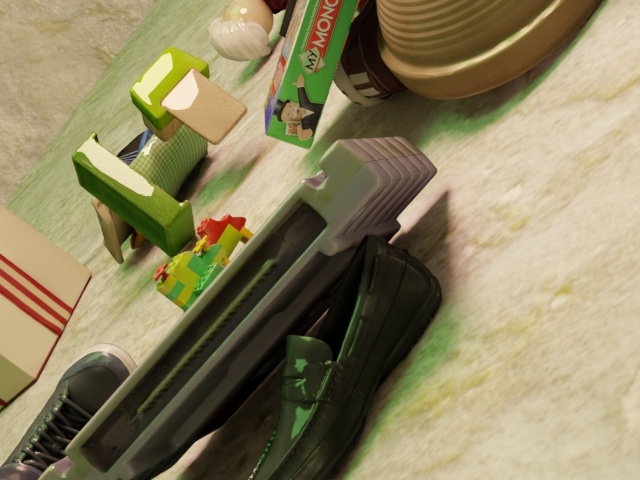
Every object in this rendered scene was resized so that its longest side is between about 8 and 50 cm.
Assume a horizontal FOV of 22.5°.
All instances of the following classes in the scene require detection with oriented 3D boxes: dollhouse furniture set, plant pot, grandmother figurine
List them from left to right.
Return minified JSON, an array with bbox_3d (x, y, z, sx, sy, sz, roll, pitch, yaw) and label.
[{"bbox_3d":[-0.172,-0.070,1.993,0.197,0.151,0.301,-50,-14,-18],"label":"dollhouse furniture set"},{"bbox_3d":[-0.030,-0.387,2.235,0.342,0.104,0.208,-50,8,-6],"label":"grandmother figurine"},{"bbox_3d":[0.129,-0.244,1.371,0.237,0.110,0.237,-27,39,24],"label":"plant pot"}]

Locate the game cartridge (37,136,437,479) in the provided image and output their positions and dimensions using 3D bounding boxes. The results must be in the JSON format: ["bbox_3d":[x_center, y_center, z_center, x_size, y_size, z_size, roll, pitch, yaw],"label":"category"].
[{"bbox_3d":[-0.054,0.065,1.260,0.355,0.068,0.230,-48,-12,13],"label":"game cartridge"}]

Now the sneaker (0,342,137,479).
[{"bbox_3d":[-0.262,0.215,1.565,0.226,0.086,0.163,-54,3,25],"label":"sneaker"}]

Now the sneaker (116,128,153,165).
[{"bbox_3d":[-0.264,-0.076,2.236,0.090,0.081,0.232,-44,11,33],"label":"sneaker"}]

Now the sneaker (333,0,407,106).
[{"bbox_3d":[0.126,-0.254,1.560,0.281,0.106,0.162,-64,23,-6],"label":"sneaker"}]

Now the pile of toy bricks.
[{"bbox_3d":[-0.108,0.051,1.493,0.118,0.105,0.212,-24,31,57],"label":"pile of toy bricks"}]

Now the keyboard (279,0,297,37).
[{"bbox_3d":[0.001,-0.341,2.051,0.108,0.023,0.180,-44,-15,-34],"label":"keyboard"}]

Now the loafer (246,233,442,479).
[{"bbox_3d":[0.002,0.097,1.152,0.223,0.078,0.076,-57,17,-18],"label":"loafer"}]

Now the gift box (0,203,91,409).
[{"bbox_3d":[-0.516,0.103,2.202,0.276,0.258,0.255,-39,20,34],"label":"gift box"}]

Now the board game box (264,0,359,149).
[{"bbox_3d":[-0.002,-0.210,1.554,0.317,0.046,0.213,-106,35,-81],"label":"board game box"}]

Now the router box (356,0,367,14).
[{"bbox_3d":[0.131,-0.379,1.811,0.301,0.082,0.335,-49,17,8],"label":"router box"}]
